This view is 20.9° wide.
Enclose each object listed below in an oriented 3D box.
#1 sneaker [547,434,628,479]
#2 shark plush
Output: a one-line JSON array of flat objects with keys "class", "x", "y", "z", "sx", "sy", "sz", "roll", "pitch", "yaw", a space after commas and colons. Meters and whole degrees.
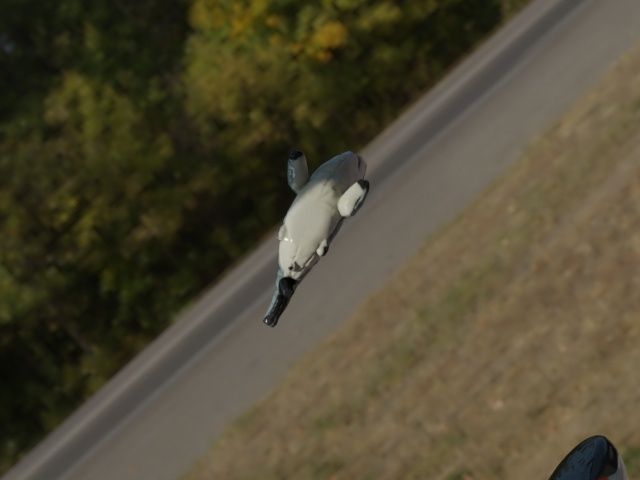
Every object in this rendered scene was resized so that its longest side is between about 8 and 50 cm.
[{"class": "sneaker", "x": 0.209, "y": 0.275, "z": 1.191, "sx": 0.090, "sy": 0.145, "sz": 0.270, "roll": -48, "pitch": 19, "yaw": 48}, {"class": "shark plush", "x": 0.000, "y": 0.000, "z": 1.458, "sx": 0.067, "sy": 0.073, "sz": 0.161, "roll": 35, "pitch": -112, "yaw": -76}]
